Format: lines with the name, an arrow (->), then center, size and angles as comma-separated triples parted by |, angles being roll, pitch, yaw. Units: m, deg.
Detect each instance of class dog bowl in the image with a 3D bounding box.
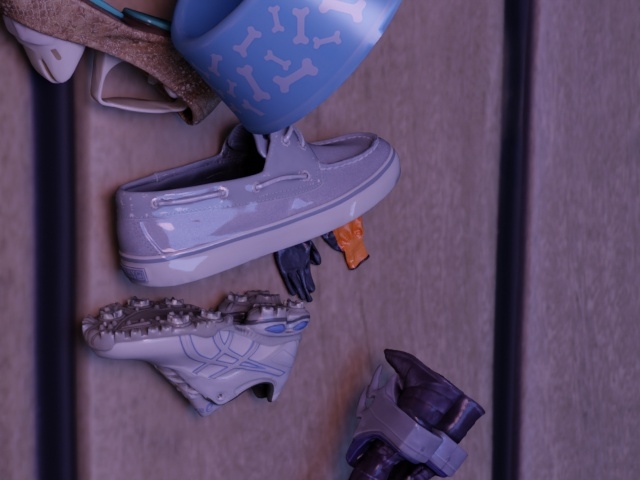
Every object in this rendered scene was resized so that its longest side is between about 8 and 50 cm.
dog bowl -> -0.008, -0.205, 0.981 | 0.074, 0.166, 0.297 | 33, 51, -26

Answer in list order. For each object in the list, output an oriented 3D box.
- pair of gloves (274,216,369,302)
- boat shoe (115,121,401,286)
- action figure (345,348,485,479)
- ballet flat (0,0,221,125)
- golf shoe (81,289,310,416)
pair of gloves -> 0.000, 0.000, 1.148 | 0.083, 0.010, 0.074 | -34, 118, -31
boat shoe -> -0.039, -0.042, 1.063 | 0.227, 0.079, 0.081 | -24, 116, -32
action figure -> 0.019, 0.225, 1.150 | 0.185, 0.099, 0.285 | 43, 73, -44
ballet flat -> -0.137, -0.121, 0.976 | 0.206, 0.073, 0.067 | 21, 98, -37
golf shoe -> -0.082, 0.081, 1.057 | 0.176, 0.069, 0.086 | 1, 103, -39
